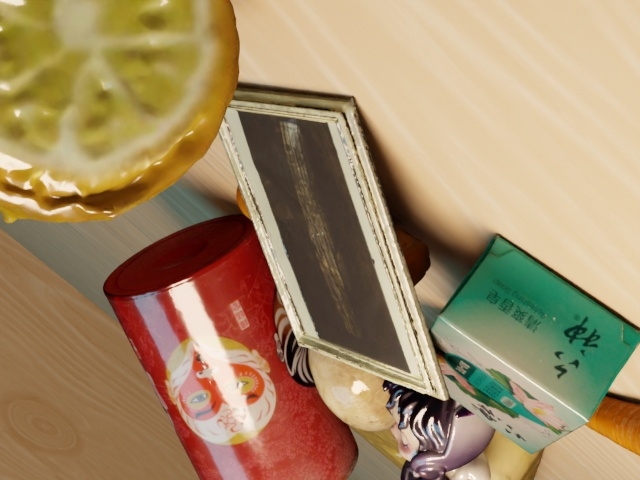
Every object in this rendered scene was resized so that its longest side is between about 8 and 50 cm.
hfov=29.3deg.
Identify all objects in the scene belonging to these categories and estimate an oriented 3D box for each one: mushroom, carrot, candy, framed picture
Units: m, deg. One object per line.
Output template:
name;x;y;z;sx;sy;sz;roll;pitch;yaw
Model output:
mushroom;0.055;0.145;1.450;0.166;0.127;0.166;-19;-90;-81
carrot;0.003;-0.019;1.190;0.225;0.067;0.067;27;163;33
candy;-0.181;-0.138;0.865;0.260;0.260;0.118;45;170;-31
framed picture;0.000;0.000;1.107;0.231;0.018;0.293;14;130;54
carrot;0.305;0.177;1.125;0.066;0.062;0.271;6;176;-14

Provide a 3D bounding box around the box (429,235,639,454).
box;0.177;0.103;1.110;0.153;0.092;0.245;34;165;9

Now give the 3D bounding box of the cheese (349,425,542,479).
cheese;0.172;0.275;1.640;0.384;0.104;0.384;34;164;11

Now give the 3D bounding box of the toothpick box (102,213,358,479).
toothpick box;-0.106;0.159;1.506;0.204;0.204;0.333;10;127;60

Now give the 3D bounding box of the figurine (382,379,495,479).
figurine;0.142;0.194;1.324;0.145;0.145;0.222;25;137;37
